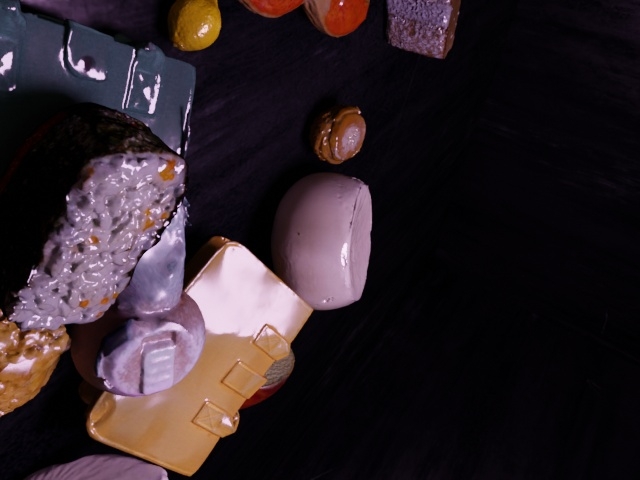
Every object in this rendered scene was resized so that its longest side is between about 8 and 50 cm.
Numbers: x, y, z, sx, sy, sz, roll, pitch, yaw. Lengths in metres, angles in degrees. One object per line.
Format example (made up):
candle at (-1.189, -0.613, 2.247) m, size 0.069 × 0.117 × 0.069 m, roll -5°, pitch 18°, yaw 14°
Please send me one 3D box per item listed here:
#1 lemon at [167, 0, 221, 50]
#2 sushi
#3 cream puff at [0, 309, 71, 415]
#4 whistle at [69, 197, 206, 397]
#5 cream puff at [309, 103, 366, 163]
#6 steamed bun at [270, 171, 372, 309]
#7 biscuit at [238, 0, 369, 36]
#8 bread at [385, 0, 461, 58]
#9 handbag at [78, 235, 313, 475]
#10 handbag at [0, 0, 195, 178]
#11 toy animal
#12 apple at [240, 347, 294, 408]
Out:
lemon at (-0.165, -0.291, 0.582) m, size 0.092 × 0.065 × 0.065 m, roll -56°, pitch 157°, yaw -5°
sushi at (-0.238, -0.023, 0.440) m, size 0.225 × 0.126 × 0.136 m, roll -60°, pitch 161°, yaw 2°
cream puff at (-0.388, 0.134, 0.526) m, size 0.189 × 0.130 × 0.189 m, roll -47°, pitch 157°, yaw -28°
whistle at (-0.251, 0.072, 0.614) m, size 0.189 × 0.189 × 0.347 m, roll -23°, pitch 129°, yaw -56°
cream puff at (0.033, -0.243, 0.998) m, size 0.144 × 0.103 × 0.126 m, roll -47°, pitch 140°, yaw -31°
steamed bun at (0.000, 0.000, 1.031) m, size 0.324 × 0.207 × 0.324 m, roll 6°, pitch 90°, yaw -74°
biscuit at (0.012, -0.515, 0.623) m, size 0.368 × 0.076 × 0.393 m, roll -17°, pitch 135°, yaw -50°
bread at (0.224, -0.595, 0.912) m, size 0.113 × 0.165 × 0.416 m, roll -51°, pitch 155°, yaw -25°
handbag at (-0.219, 0.216, 0.839) m, size 0.283 × 0.133 × 0.401 m, roll 46°, pitch 70°, yaw -28°
handbag at (-0.291, -0.125, 0.485) m, size 0.326 × 0.089 × 0.238 m, roll -14°, pitch 128°, yaw -61°
toy animal at (-0.439, 0.507, 0.714) m, size 0.307 × 0.266 × 0.188 m, roll -64°, pitch 172°, yaw -46°
apple at (-0.216, 0.323, 1.068) m, size 0.254 × 0.179 × 0.346 m, roll -29°, pitch 170°, yaw 27°
